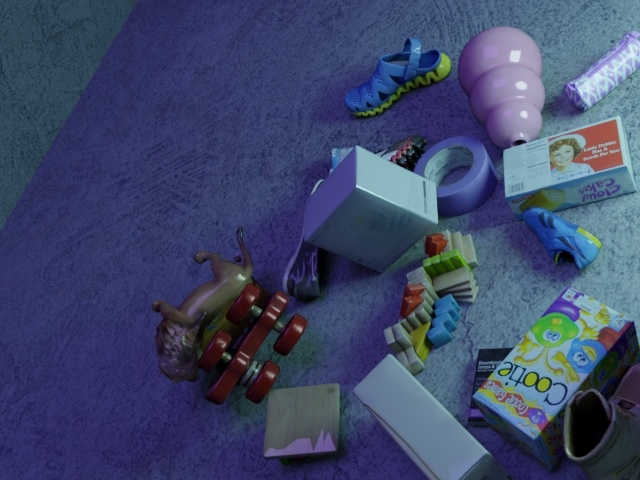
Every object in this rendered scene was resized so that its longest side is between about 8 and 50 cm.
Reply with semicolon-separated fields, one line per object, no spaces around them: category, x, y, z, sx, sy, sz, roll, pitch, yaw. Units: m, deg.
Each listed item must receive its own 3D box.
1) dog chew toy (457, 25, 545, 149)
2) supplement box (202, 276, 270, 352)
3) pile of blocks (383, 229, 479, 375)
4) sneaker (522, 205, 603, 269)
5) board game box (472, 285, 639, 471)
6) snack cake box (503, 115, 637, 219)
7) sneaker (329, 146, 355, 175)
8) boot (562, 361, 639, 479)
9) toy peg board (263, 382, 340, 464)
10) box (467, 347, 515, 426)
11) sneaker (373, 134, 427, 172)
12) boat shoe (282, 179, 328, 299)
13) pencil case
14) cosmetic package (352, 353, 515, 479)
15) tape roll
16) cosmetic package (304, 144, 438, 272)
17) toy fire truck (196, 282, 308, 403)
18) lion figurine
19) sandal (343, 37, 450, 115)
dog chew toy;0.447;-0.357;1.993;0.207;0.206;0.331;-20;52;22
supplement box;-0.234;0.198;2.110;0.233;0.080;0.078;-47;38;-3
pile of blocks;0.243;0.114;1.790;0.149;0.112;0.362;0;55;37
sneaker;0.489;-0.006;1.741;0.082;0.069;0.209;-49;41;-3
board game box;0.428;0.245;1.484;0.275;0.142;0.144;-46;47;-12
snack cake box;0.542;-0.157;1.818;0.264;0.089;0.152;-15;45;27
sneaker;0.073;-0.190;2.225;0.083;0.071;0.190;-16;47;19
boot;0.491;0.286;1.377;0.095;0.203;0.262;13;64;43
toy peg board;-0.031;0.405;1.788;0.161;0.079;0.161;-8;48;12
box;0.356;0.285;1.617;0.116;0.029;0.162;-8;50;32
sneaker;0.146;-0.188;2.125;0.276;0.097;0.135;-43;60;-1
boat shoe;0.000;0.000;2.094;0.096;0.112;0.335;8;64;21
pencil case;0.664;-0.394;1.934;0.206;0.088;0.086;-40;42;0
cosmetic package;0.210;0.368;1.557;0.113;0.160;0.309;-45;40;-3
tape roll;0.323;-0.155;1.991;0.189;0.080;0.189;-22;44;23
cosmetic package;0.113;-0.066;1.905;0.224;0.225;0.138;-46;29;42
toy fire truck;-0.171;0.252;1.942;0.302;0.169;0.254;-58;3;-17
lion figurine;-0.273;0.150;2.005;0.392;0.142;0.240;-54;31;-2
sandal;0.197;-0.467;2.322;0.317;0.138;0.126;-30;44;16
